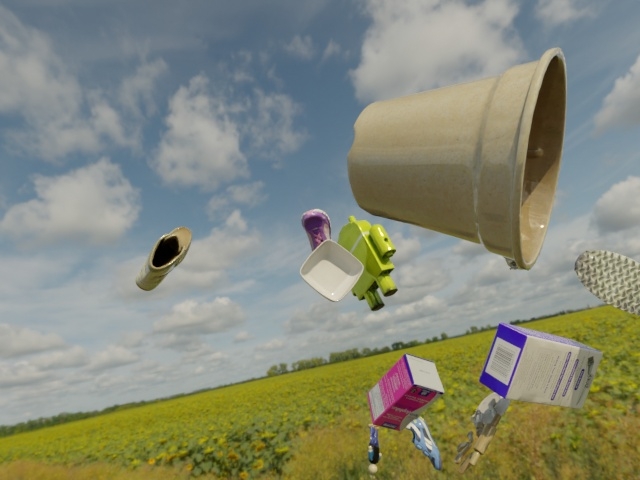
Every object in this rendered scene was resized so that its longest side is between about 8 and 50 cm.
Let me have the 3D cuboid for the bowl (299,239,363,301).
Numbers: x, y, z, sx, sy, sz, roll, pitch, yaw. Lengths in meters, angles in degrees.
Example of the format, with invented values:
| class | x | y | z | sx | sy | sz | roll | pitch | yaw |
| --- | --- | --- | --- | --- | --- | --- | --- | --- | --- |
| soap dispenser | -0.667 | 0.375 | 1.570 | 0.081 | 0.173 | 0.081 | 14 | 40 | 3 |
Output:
| class | x | y | z | sx | sy | sz | roll | pitch | yaw |
| --- | --- | --- | --- | --- | --- | --- | --- | --- | --- |
| bowl | 0.028 | 0.087 | 1.084 | 0.142 | 0.142 | 0.053 | -49 | -8 | -23 |

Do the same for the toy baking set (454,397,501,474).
| class | x | y | z | sx | sy | sz | roll | pitch | yaw |
| --- | --- | --- | --- | --- | --- | --- | --- | --- | --- |
| toy baking set | 0.468 | 0.573 | 1.200 | 0.256 | 0.030 | 0.196 | -49 | -13 | -16 |

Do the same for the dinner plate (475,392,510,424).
| class | x | y | z | sx | sy | sz | roll | pitch | yaw |
| --- | --- | --- | --- | --- | --- | --- | --- | --- | --- |
| dinner plate | 0.561 | 0.544 | 1.318 | 0.141 | 0.017 | 0.141 | -43 | -4 | -3 |

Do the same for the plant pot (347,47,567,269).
| class | x | y | z | sx | sy | sz | roll | pitch | yaw |
| --- | --- | --- | --- | --- | --- | --- | --- | --- | --- |
| plant pot | 0.231 | -0.139 | 0.712 | 0.306 | 0.333 | 0.334 | 10 | -1 | 37 |

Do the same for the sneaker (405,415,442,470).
| class | x | y | z | sx | sy | sz | roll | pitch | yaw |
| --- | --- | --- | --- | --- | --- | --- | --- | --- | --- |
| sneaker | 0.295 | 0.582 | 1.142 | 0.059 | 0.144 | 0.053 | -19 | -27 | -12 |

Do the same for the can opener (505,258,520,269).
| class | x | y | z | sx | sy | sz | roll | pitch | yaw |
| --- | --- | --- | --- | --- | --- | --- | --- | --- | --- |
| can opener | 0.595 | 0.018 | 1.236 | 0.074 | 0.093 | 0.280 | 12 | -17 | 41 |

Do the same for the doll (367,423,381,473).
| class | x | y | z | sx | sy | sz | roll | pitch | yaw |
| --- | --- | --- | --- | --- | --- | --- | --- | --- | --- |
| doll | 0.232 | 0.903 | 1.732 | 0.046 | 0.188 | 0.129 | -16 | -50 | 23 |

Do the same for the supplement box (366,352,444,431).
| class | x | y | z | sx | sy | sz | roll | pitch | yaw |
| --- | --- | --- | --- | --- | --- | --- | --- | --- | --- |
| supplement box | 0.250 | 0.462 | 1.213 | 0.111 | 0.113 | 0.220 | 21 | -59 | -19 |

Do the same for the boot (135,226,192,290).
| class | x | y | z | sx | sy | sz | roll | pitch | yaw |
| --- | --- | --- | --- | --- | --- | --- | --- | --- | --- |
| boot | -0.387 | 0.020 | 1.045 | 0.077 | 0.213 | 0.165 | 37 | -40 | -12 |

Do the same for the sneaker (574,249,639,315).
| class | x | y | z | sx | sy | sz | roll | pitch | yaw |
| --- | --- | --- | --- | --- | --- | --- | --- | --- | --- |
| sneaker | 0.680 | 0.117 | 0.830 | 0.146 | 0.293 | 0.102 | 12 | -73 | -60 |

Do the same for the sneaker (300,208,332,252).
| class | x | y | z | sx | sy | sz | roll | pitch | yaw |
| --- | --- | --- | --- | --- | --- | --- | --- | --- | --- |
| sneaker | 0.000 | 0.000 | 1.358 | 0.095 | 0.104 | 0.236 | -14 | -46 | 4 |

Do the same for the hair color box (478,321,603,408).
| class | x | y | z | sx | sy | sz | roll | pitch | yaw |
| --- | --- | --- | --- | --- | --- | --- | --- | --- | --- |
| hair color box | 0.638 | 0.364 | 1.158 | 0.339 | 0.185 | 0.110 | 17 | 4 | -23 |

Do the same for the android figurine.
| class | x | y | z | sx | sy | sz | roll | pitch | yaw |
| --- | --- | --- | --- | --- | --- | --- | --- | --- | --- |
| android figurine | 0.125 | 0.055 | 1.141 | 0.056 | 0.272 | 0.248 | -7 | -35 | -26 |
